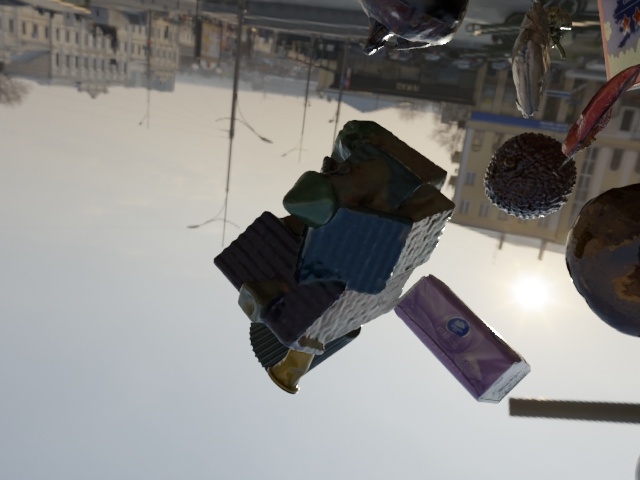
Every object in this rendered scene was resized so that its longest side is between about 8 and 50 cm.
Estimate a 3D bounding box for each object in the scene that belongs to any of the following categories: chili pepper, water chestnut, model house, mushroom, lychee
[{"bbox_3d":[0.461,-0.204,0.920,0.059,0.268,0.050,-23,-117,-16],"label":"chili pepper"},{"bbox_3d":[0.198,-0.577,1.315,0.300,0.299,0.300,7,-165,-2],"label":"water chestnut"},{"bbox_3d":[0.000,0.000,0.808,0.280,0.312,0.245,-19,-128,-37],"label":"model house"},{"bbox_3d":[0.554,0.040,0.912,0.267,0.267,0.254,15,172,27],"label":"mushroom"},{"bbox_3d":[0.574,-0.169,1.473,0.271,0.235,0.236,26,-179,-38],"label":"lychee"}]

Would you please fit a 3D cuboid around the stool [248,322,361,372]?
[{"bbox_3d":[-0.049,0.323,2.001,0.297,0.330,0.297,38,-149,-28],"label":"stool"}]

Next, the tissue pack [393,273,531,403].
[{"bbox_3d":[0.382,0.264,1.470,0.338,0.160,0.242,48,-172,32],"label":"tissue pack"}]

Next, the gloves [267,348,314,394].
[{"bbox_3d":[-0.029,0.315,1.639,0.116,0.294,0.133,34,-175,-33],"label":"gloves"}]

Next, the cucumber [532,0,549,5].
[{"bbox_3d":[0.405,-0.574,1.142,0.211,0.078,0.062,39,-178,-1],"label":"cucumber"}]

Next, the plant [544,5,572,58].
[{"bbox_3d":[0.528,-0.467,1.238,0.105,0.121,0.116,-28,-172,27],"label":"plant"}]

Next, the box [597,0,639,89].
[{"bbox_3d":[0.792,-0.467,1.055,0.349,0.256,0.318,-10,-174,3],"label":"box"}]

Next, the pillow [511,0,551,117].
[{"bbox_3d":[0.424,-0.365,1.082,0.067,0.173,0.270,1,-140,25],"label":"pillow"}]

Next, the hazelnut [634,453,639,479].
[{"bbox_3d":[0.815,0.506,1.035,0.403,0.428,0.402,17,175,2],"label":"hazelnut"}]
